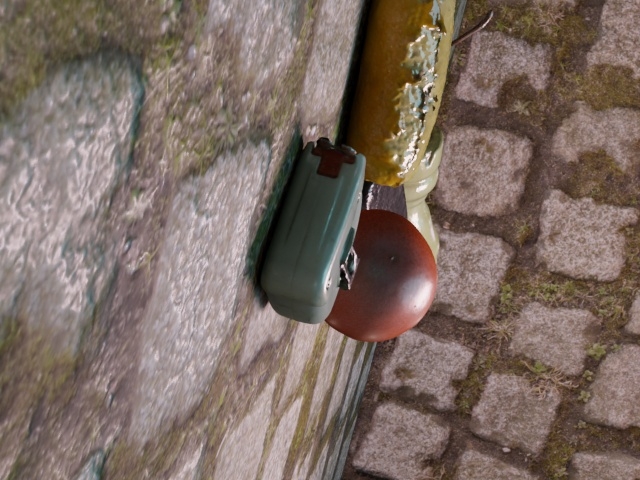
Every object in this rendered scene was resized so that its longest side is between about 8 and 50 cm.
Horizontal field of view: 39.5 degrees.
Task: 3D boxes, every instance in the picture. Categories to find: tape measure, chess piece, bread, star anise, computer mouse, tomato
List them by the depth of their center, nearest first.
[{"bbox_3d":[0.000,-0.001,1.421,0.246,0.125,0.243,80,27,-67],"label":"tape measure"},{"bbox_3d":[0.155,-0.309,1.691,0.236,0.165,0.375,-65,167,-64],"label":"bread"},{"bbox_3d":[0.099,0.066,1.722,0.224,0.255,0.256,129,-18,-67],"label":"tomato"},{"bbox_3d":[0.267,-0.443,1.945,0.148,0.227,0.218,-42,149,-35],"label":"star anise"},{"bbox_3d":[0.106,-0.067,1.946,0.183,0.116,0.323,-55,150,-32],"label":"computer mouse"},{"bbox_3d":[0.200,-0.090,2.196,0.442,0.234,0.234,92,17,-46],"label":"chess piece"}]
